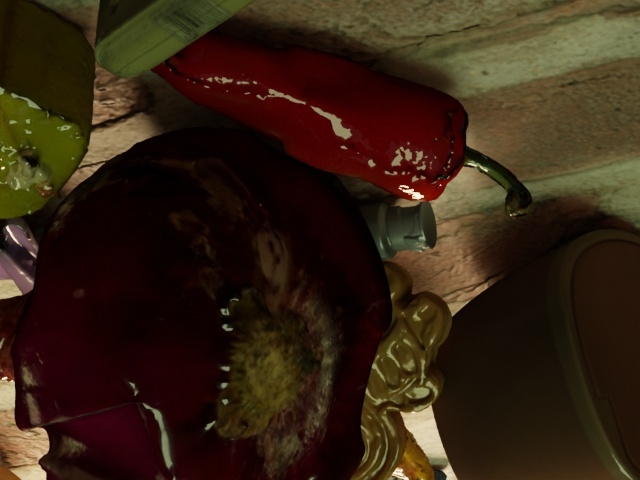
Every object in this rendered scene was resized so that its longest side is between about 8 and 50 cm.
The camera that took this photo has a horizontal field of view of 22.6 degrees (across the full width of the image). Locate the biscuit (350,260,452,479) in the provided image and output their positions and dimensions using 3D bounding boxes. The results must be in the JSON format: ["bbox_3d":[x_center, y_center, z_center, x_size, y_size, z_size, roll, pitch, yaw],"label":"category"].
[{"bbox_3d":[0.022,0.151,1.658,0.202,0.044,0.289,44,118,8],"label":"biscuit"}]

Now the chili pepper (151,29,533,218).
[{"bbox_3d":[0.017,-0.111,1.437,0.387,0.110,0.110,18,140,-17],"label":"chili pepper"}]

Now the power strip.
[{"bbox_3d":[-0.033,-0.248,1.250,0.387,0.092,0.066,-29,137,33],"label":"power strip"}]

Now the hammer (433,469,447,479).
[{"bbox_3d":[0.072,0.329,2.064,0.194,0.069,0.116,-12,-179,-11],"label":"hammer"}]

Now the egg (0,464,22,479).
[{"bbox_3d":[-0.439,0.373,1.998,0.201,0.201,0.244,-19,152,22],"label":"egg"}]

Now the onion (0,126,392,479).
[{"bbox_3d":[-0.163,0.102,1.506,0.420,0.398,0.398,-8,148,39],"label":"onion"}]

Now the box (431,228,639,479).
[{"bbox_3d":[0.265,0.160,1.658,0.301,0.301,0.216,27,139,-34],"label":"box"}]

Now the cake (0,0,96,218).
[{"bbox_3d":[-0.327,-0.127,1.359,0.260,0.156,0.179,26,130,-30],"label":"cake"}]

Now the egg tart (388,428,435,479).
[{"bbox_3d":[-0.043,0.269,1.887,0.351,0.153,0.339,-7,132,2],"label":"egg tart"}]

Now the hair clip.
[{"bbox_3d":[-0.290,0.051,1.666,0.137,0.090,0.278,0,138,19],"label":"hair clip"}]

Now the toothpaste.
[{"bbox_3d":[0.000,0.000,1.631,0.234,0.057,0.089,-9,140,19],"label":"toothpaste"}]
